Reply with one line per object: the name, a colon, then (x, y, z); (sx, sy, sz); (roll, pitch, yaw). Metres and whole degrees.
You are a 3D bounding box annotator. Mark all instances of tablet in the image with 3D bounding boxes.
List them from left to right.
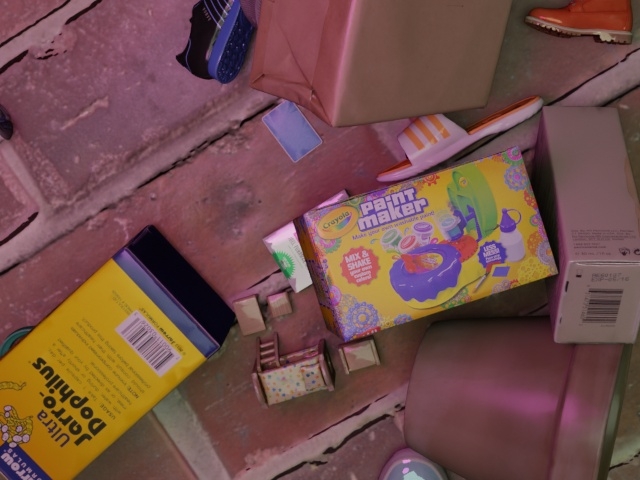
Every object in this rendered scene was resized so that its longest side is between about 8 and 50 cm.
tablet: (-0.042, -0.162, 1.889); (0.054, 0.006, 0.083); (-36, 96, 8)

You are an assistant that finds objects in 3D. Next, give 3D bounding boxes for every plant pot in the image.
plant pot: (0.278, 0.232, 1.823); (0.280, 0.323, 0.323); (11, 101, 18)

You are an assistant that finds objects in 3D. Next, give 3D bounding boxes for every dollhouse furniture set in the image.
dollhouse furniture set: (-0.021, 0.141, 1.894); (0.182, 0.101, 0.161); (-17, 99, 5)

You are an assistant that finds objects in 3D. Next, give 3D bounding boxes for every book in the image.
book: (0.000, 0.000, 1.907); (0.144, 0.035, 0.096); (-32, 94, 8)

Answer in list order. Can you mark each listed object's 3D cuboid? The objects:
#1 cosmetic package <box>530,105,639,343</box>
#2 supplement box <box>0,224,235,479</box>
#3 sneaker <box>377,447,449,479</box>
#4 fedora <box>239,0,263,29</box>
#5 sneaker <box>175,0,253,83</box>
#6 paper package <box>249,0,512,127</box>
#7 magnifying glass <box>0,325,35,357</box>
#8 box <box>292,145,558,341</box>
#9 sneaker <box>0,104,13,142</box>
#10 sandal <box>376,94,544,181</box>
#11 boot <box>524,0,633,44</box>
cosmetic package: (0.359, -0.025, 1.732); (0.113, 0.309, 0.160); (1, 135, 2)
supplement box: (-0.322, 0.174, 1.838); (0.356, 0.194, 0.195); (-42, 96, 9)
sneaker: (0.142, 0.502, 1.929); (0.135, 0.150, 0.366); (0, 100, 1)
fedora: (-0.030, -0.350, 1.753); (0.124, 0.275, 0.244); (23, 80, 38)
sneaker: (-0.129, -0.339, 1.825); (0.090, 0.081, 0.232); (22, 85, 29)
paper package: (0.097, -0.320, 1.671); (0.168, 0.325, 0.309); (28, 118, 38)
magnifying glass: (-0.374, 0.169, 1.950); (0.231, 0.026, 0.092); (-7, 100, 2)
box: (0.129, 0.004, 1.745); (0.290, 0.279, 0.177); (-17, 90, -4)
sneaker: (-0.593, -0.206, 1.852); (0.297, 0.111, 0.129); (39, 105, -4)
sandal: (0.188, -0.165, 1.841); (0.265, 0.102, 0.076); (-27, 97, -2)
boot: (0.368, -0.327, 1.825); (0.158, 0.059, 0.084); (5, 97, -7)
